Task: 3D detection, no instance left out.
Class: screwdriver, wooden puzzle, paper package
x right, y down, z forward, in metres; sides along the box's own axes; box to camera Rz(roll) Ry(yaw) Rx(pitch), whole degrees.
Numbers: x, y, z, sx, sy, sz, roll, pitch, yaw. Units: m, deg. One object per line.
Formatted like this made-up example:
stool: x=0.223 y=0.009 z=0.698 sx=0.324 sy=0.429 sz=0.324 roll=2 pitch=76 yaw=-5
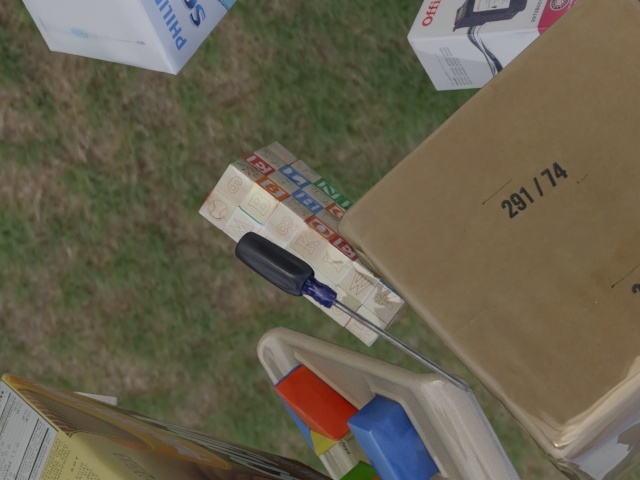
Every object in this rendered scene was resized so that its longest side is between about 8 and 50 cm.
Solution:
screwdriver: x=0.019 y=0.046 z=0.812 sx=0.024 sy=0.170 sz=0.025 roll=-49 pitch=166 yaw=-27
wooden puzzle: x=0.083 y=0.257 z=1.487 sx=0.080 sy=0.348 sz=0.322 roll=-40 pitch=115 yaw=-25
paper package: x=0.237 y=0.001 z=1.152 sx=0.325 sy=0.309 sz=0.168 roll=-43 pitch=153 yaw=1

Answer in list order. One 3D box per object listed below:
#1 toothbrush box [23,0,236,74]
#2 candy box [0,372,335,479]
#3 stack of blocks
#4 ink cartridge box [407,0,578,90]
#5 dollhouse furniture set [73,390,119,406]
toothbrush box: x=-0.105 y=-0.296 z=0.939 sx=0.295 sy=0.126 sz=0.216 roll=-57 pitch=144 yaw=-28
candy box: x=-0.046 y=0.142 z=0.608 sx=0.183 sy=0.316 sz=0.087 roll=21 pitch=84 yaw=-21
stack of blocks: x=0.000 y=0.000 z=1.860 sx=0.087 sy=0.297 sz=0.171 roll=-54 pitch=172 yaw=23
ink cartridge box: x=0.248 y=-0.282 z=1.654 sx=0.237 sy=0.172 sz=0.100 roll=1 pitch=144 yaw=37
dollhouse furniture set: x=-0.103 y=0.340 z=1.288 sx=0.303 sy=0.174 sz=0.355 roll=8 pitch=86 yaw=-17
